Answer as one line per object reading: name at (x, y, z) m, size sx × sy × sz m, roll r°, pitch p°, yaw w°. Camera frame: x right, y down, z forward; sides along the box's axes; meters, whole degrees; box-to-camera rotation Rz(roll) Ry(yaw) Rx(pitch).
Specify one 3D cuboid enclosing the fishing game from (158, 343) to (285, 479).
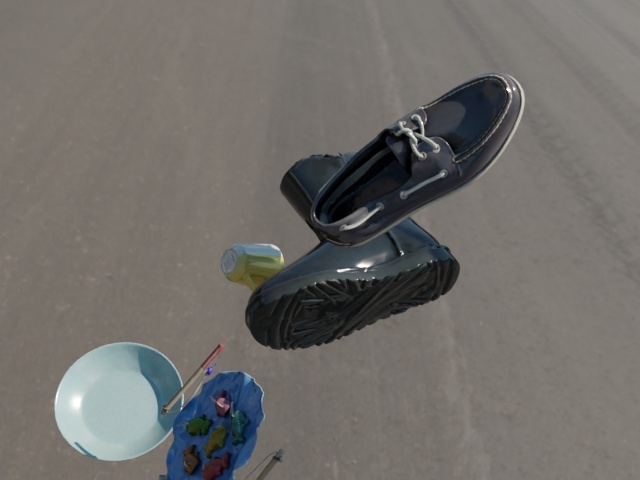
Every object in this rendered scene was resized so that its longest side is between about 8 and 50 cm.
fishing game at (-0.147, 0.251, 1.006) m, size 0.041 × 0.189 × 0.264 m, roll 36°, pitch 9°, yaw -34°

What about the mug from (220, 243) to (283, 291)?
mug at (-0.085, 0.032, 0.974) m, size 0.064 × 0.062 × 0.078 m, roll 13°, pitch 0°, yaw -43°

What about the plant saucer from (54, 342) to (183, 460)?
plant saucer at (-0.311, 0.253, 1.217) m, size 0.195 × 0.037 × 0.194 m, roll 4°, pitch 56°, yaw -6°

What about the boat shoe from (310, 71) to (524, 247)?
boat shoe at (0.077, -0.066, 0.642) m, size 0.075 × 0.206 × 0.065 m, roll 57°, pitch 15°, yaw 19°

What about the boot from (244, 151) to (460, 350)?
boot at (0.000, 0.000, 0.847) m, size 0.247 × 0.094 × 0.207 m, roll -15°, pitch 46°, yaw -24°
